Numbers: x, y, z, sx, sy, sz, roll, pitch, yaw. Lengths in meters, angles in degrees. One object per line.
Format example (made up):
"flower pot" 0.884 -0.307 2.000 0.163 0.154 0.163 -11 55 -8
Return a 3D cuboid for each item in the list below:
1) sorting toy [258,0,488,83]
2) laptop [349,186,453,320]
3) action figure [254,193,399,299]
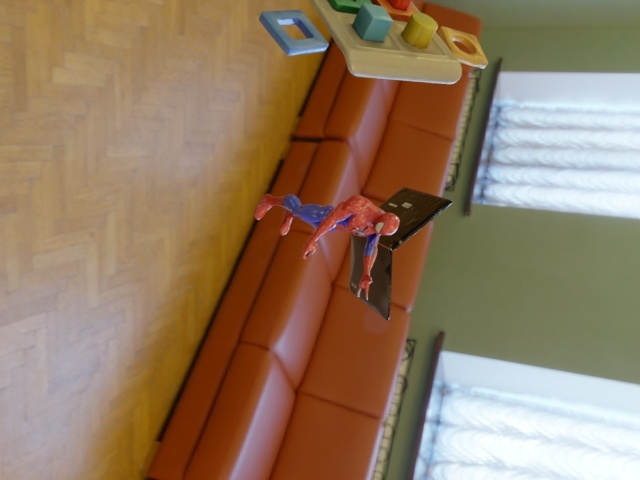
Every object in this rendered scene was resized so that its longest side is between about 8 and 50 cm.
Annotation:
"sorting toy" 0.081 -0.287 0.770 0.047 0.348 0.196 -55 -130 46
"laptop" 0.175 0.019 1.392 0.264 0.234 0.136 -39 112 -8
"action figure" 0.000 0.000 0.909 0.091 0.280 0.139 31 71 -37
